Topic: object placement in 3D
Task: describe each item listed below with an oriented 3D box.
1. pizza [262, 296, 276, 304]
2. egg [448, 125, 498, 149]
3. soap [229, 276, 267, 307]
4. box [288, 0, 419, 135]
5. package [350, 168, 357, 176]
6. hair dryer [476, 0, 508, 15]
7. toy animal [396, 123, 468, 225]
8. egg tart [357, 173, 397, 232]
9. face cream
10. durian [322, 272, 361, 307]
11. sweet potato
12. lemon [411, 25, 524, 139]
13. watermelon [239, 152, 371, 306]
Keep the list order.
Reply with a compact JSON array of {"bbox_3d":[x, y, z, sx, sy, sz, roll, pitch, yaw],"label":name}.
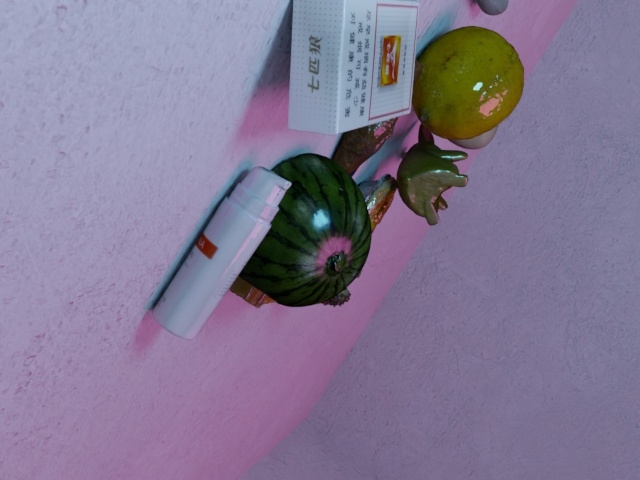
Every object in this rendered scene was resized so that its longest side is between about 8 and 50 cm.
[{"bbox_3d":[-0.114,0.107,1.921,0.175,0.046,0.134,-41,159,-40],"label":"pizza"},{"bbox_3d":[0.389,-0.361,2.081,0.186,0.242,0.186,-26,-159,11],"label":"egg"},{"bbox_3d":[-0.111,0.031,1.695,0.233,0.076,0.135,-53,166,-6],"label":"soap"},{"bbox_3d":[0.065,-0.302,1.292,0.330,0.095,0.210,-27,125,-58],"label":"box"},{"bbox_3d":[0.087,-0.198,1.907,0.200,0.022,0.083,-55,166,-2],"label":"package"},{"bbox_3d":[0.444,-0.682,1.877,0.206,0.075,0.237,-1,119,-65],"label":"hair dryer"},{"bbox_3d":[0.310,-0.199,2.144,0.363,0.180,0.181,-64,179,-61],"label":"toy animal"},{"bbox_3d":[0.125,-0.090,2.135,0.234,0.094,0.234,-54,166,-19],"label":"egg tart"},{"bbox_3d":[-0.177,0.017,1.399,0.345,0.102,0.102,-56,166,8],"label":"face cream"},{"bbox_3d":[0.013,0.075,1.997,0.196,0.196,0.167,-52,138,-7],"label":"durian"},{"bbox_3d":[0.122,-0.262,1.725,0.341,0.092,0.114,-56,-178,11],"label":"sweet potato"},{"bbox_3d":[0.347,-0.375,1.854,0.310,0.258,0.258,-43,163,-17],"label":"lemon"},{"bbox_3d":[0.000,0.000,1.566,0.331,0.189,0.331,-33,141,-31],"label":"watermelon"}]
